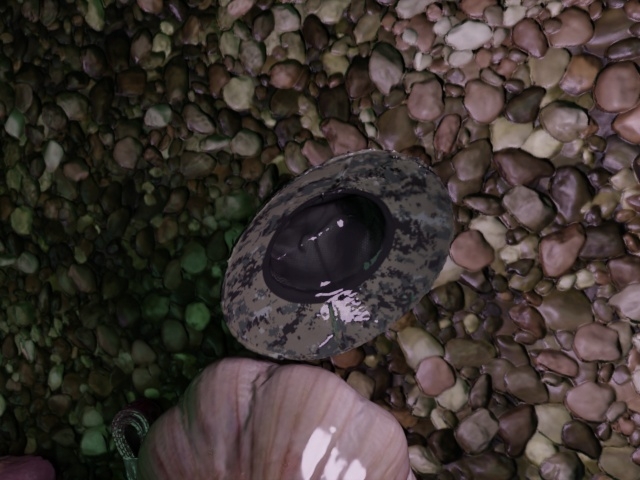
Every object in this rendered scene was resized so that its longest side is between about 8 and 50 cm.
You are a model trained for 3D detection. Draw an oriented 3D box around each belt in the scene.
[{"bbox_3d":[-0.233,0.333,0.745,0.071,0.053,0.232,-12,91,8],"label":"belt"}]

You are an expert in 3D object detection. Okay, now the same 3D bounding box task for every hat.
[{"bbox_3d":[0.000,0.000,0.595,0.128,0.265,0.266,44,110,50],"label":"hat"}]

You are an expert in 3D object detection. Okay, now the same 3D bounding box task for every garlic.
[{"bbox_3d":[-0.047,0.276,0.583,0.321,0.241,0.323,3,80,-17],"label":"garlic"}]

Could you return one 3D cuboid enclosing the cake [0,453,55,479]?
[{"bbox_3d":[-0.505,0.480,0.760,0.236,0.230,0.309,-7,90,17],"label":"cake"}]
